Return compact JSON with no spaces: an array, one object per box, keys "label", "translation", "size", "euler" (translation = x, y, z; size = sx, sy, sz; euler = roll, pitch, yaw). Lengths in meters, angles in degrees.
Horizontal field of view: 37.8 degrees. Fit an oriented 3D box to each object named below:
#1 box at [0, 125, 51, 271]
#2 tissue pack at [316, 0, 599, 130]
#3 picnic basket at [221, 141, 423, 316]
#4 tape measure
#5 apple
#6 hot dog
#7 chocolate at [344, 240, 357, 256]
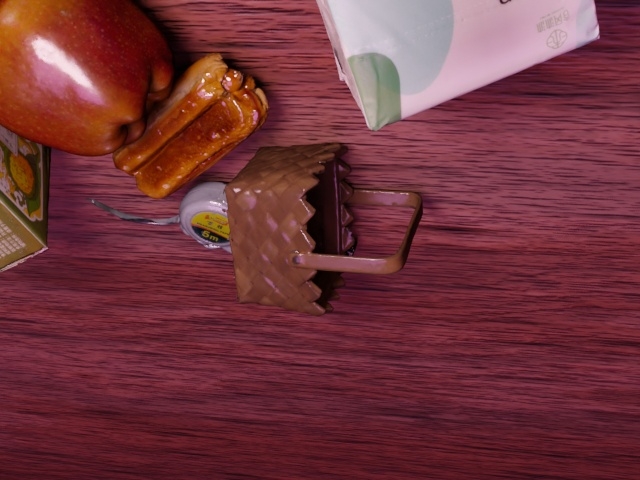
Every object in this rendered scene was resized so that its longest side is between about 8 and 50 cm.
[{"label":"box","translation":[-0.609,-0.206,1.527],"size":[0.138,0.373,0.420],"euler":[-23,135,8]},{"label":"tissue pack","translation":[0.170,-0.348,1.277],"size":[0.357,0.194,0.266],"euler":[-22,124,1]},{"label":"picnic basket","translation":[0.010,-0.020,1.670],"size":[0.321,0.254,0.291],"euler":[2,118,15]},{"label":"tape measure","translation":[-0.278,-0.074,1.818],"size":[0.330,0.084,0.164],"euler":[21,133,-8]},{"label":"apple","translation":[-0.401,-0.288,1.497],"size":[0.317,0.288,0.288],"euler":[32,134,-3]},{"label":"hot dog","translation":[-0.233,-0.201,1.662],"size":[0.158,0.117,0.349],"euler":[41,131,-18]},{"label":"chocolate","translation":[0.000,0.002,1.855],"size":[0.147,0.070,0.072],"euler":[28,145,0]}]
